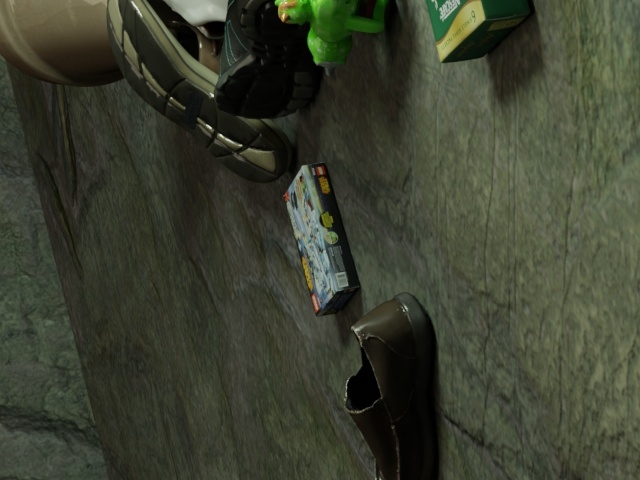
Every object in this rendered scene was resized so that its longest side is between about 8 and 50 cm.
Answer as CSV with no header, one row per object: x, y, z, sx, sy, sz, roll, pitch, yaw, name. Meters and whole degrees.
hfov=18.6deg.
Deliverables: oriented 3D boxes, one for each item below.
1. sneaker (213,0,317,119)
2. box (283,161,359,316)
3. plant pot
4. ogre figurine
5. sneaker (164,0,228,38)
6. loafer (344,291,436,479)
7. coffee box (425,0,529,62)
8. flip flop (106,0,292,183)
-0.046,-0.211,1.920,0.267,0.101,0.106,114,158,-61,sneaker
0.000,0.000,1.991,0.094,0.027,0.137,127,130,-67,box
-0.238,-0.300,2.266,0.229,0.263,0.263,15,116,53,plant pot
0.012,-0.231,1.690,0.197,0.097,0.118,127,150,-49,ogre figurine
-0.150,-0.275,2.056,0.290,0.106,0.123,26,136,42,sneaker
0.057,0.149,1.807,0.080,0.078,0.220,-129,32,-58,loafer
0.101,-0.235,1.461,0.113,0.040,0.184,144,114,-72,coffee box
-0.127,-0.176,2.108,0.277,0.080,0.112,41,146,10,flip flop
